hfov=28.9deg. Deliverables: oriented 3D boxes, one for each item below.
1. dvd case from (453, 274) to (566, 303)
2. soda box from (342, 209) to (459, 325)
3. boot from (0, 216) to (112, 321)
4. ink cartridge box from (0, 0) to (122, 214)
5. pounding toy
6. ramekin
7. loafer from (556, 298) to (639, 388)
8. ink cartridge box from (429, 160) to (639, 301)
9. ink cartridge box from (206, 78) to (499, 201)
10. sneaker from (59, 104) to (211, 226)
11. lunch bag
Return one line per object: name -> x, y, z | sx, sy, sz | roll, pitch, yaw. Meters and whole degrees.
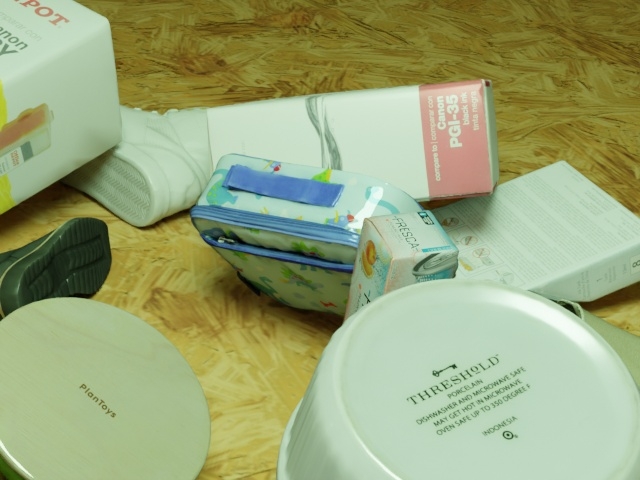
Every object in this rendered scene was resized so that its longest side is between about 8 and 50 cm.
dvd case -> 0.156, 0.039, 1.274 | 0.180, 0.022, 0.253 | 4, 27, -2
soda box -> 0.059, 0.066, 1.025 | 0.063, 0.183, 0.058 | -7, 40, -22
boot -> -0.295, 0.027, 1.185 | 0.137, 0.077, 0.198 | -4, 11, 18
ink cartridge box -> -0.432, -0.132, 1.235 | 0.279, 0.160, 0.384 | 31, 49, 27
pounding toy -> -0.173, 0.167, 0.917 | 0.183, 0.110, 0.237 | -6, 56, -42
ramekin -> 0.106, 0.145, 0.875 | 0.272, 0.127, 0.273 | 5, 43, -5
loafer -> 0.231, 0.105, 1.079 | 0.268, 0.092, 0.102 | 6, 27, 2
ink cartridge box -> 0.202, 0.010, 1.284 | 0.232, 0.066, 0.189 | -24, 34, -10
ink cartridge box -> 0.040, -0.098, 1.303 | 0.283, 0.117, 0.207 | -4, 7, 10
sneaker -> -0.218, -0.119, 1.447 | 0.169, 0.108, 0.292 | -19, 45, -41
lunch bag -> 0.000, 0.000, 1.127 | 0.219, 0.176, 0.090 | 11, 65, 35
